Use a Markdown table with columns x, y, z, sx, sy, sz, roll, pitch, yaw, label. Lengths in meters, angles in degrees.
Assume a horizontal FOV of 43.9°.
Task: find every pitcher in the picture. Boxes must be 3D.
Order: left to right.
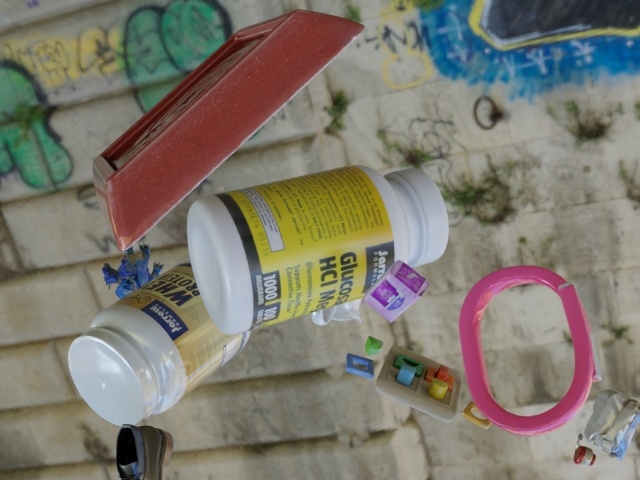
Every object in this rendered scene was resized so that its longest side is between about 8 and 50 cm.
| x | y | z | sx | sy | sz | roll | pitch | yaw | label |
| --- | --- | --- | --- | --- | --- | --- | --- | --- | --- |
| 0.040 | 0.042 | 1.364 | 0.125 | 0.207 | 0.178 | 15 | -174 | 16 | pitcher |

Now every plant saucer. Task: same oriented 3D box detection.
| x | y | z | sx | sy | sz | roll | pitch | yaw | label |
| --- | --- | --- | --- | --- | --- | --- | --- | --- | --- |
| -0.108 | -0.115 | 0.710 | 0.258 | 0.048 | 0.259 | -44 | -159 | -7 | plant saucer |

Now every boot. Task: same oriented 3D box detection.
| x | y | z | sx | sy | sz | roll | pitch | yaw | label |
| --- | --- | --- | --- | --- | --- | --- | --- | --- | --- |
| -0.317 | 0.420 | 1.353 | 0.082 | 0.106 | 0.219 | -13 | -123 | 23 | boot |

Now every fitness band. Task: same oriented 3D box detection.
| x | y | z | sx | sy | sz | roll | pitch | yaw | label |
| --- | --- | --- | --- | --- | --- | --- | --- | --- | --- |
| 0.332 | 0.171 | 1.287 | 0.209 | 0.054 | 0.291 | -19 | -126 | 23 | fitness band |

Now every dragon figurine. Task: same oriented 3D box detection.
| x | y | z | sx | sy | sz | roll | pitch | yaw | label |
| --- | --- | --- | --- | --- | --- | --- | --- | --- | --- |
| -0.436 | 0.103 | 1.895 | 0.085 | 0.289 | 0.144 | 1 | -127 | 11 | dragon figurine |

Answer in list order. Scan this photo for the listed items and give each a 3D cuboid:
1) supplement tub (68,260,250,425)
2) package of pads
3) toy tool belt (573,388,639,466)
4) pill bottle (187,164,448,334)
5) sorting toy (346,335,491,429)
| x | y | z | sx | sy | sz | roll | pitch | yaw | label |
| --- | --- | --- | --- | --- | --- | --- | --- | --- | --- |
| -0.311 | 0.198 | 1.566 | 0.228 | 0.228 | 0.316 | -2 | -158 | 35 | supplement tub |
| 0.091 | 0.062 | 0.970 | 0.032 | 0.050 | 0.083 | -51 | 180 | -37 | package of pads |
| 0.286 | 0.189 | 0.768 | 0.051 | 0.083 | 0.052 | 23 | -173 | 4 | toy tool belt |
| 0.000 | 0.000 | 1.100 | 0.334 | 0.188 | 0.188 | -15 | -163 | -21 | pill bottle |
| 0.226 | 0.300 | 1.741 | 0.347 | 0.047 | 0.196 | 23 | -157 | 8 | sorting toy |
